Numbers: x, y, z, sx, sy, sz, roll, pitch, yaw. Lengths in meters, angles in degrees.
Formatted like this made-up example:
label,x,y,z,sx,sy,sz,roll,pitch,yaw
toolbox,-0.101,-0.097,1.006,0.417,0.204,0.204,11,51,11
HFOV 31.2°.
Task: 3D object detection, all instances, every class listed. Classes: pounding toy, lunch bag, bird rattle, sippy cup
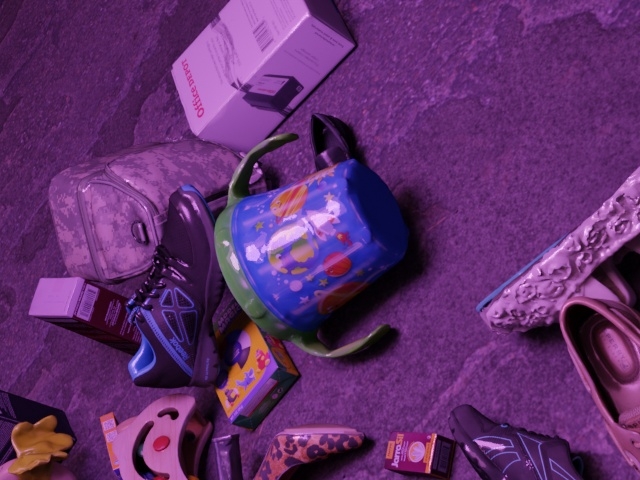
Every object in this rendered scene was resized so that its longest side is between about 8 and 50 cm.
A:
label,x,y,z,sx,sy,sz,roll,pitch,yaw
pounding toy,-0.232,0.359,1.856,0.154,0.155,0.269,-29,39,-3
lunch bag,-0.264,-0.056,1.953,0.256,0.305,0.212,4,109,40
bird rattle,-0.528,0.446,2.024,0.253,0.207,0.143,-40,24,6
sippy cup,0.000,0.000,1.699,0.224,0.305,0.240,-31,24,25

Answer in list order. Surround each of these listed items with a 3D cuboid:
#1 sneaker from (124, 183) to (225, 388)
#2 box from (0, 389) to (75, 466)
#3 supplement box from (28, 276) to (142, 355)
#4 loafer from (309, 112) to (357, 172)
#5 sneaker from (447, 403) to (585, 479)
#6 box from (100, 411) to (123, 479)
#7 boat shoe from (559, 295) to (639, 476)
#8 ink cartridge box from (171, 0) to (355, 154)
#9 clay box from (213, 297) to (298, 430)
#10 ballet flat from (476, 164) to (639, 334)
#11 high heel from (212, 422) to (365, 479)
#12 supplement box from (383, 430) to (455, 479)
label,x,y,z,sx,sy,sz,roll,pitch,yaw
sneaker,-0.226,0.082,1.765,0.125,0.139,0.341,-135,45,-62
box,-0.613,0.421,2.151,0.261,0.184,0.103,-54,37,10
supplement box,-0.369,0.137,2.003,0.130,0.239,0.073,-3,66,46
loafer,0.024,-0.116,1.849,0.076,0.078,0.223,-38,46,27
sneaker,0.253,0.278,1.389,0.106,0.101,0.267,-38,41,-4
box,-0.343,0.371,1.969,0.028,0.081,0.136,-19,44,-5
boat shoe,0.368,0.203,1.245,0.121,0.110,0.341,-45,55,17
ink cartridge box,-0.110,-0.333,2.078,0.307,0.129,0.223,-44,43,21
clay box,-0.127,0.185,1.862,0.127,0.053,0.222,-52,41,15
ballet flat,0.365,0.006,1.384,0.409,0.147,0.147,-45,42,21
high heel,-0.037,0.365,1.669,0.261,0.093,0.186,-12,82,29
supplement box,0.132,0.286,1.533,0.083,0.043,0.055,-7,65,46
